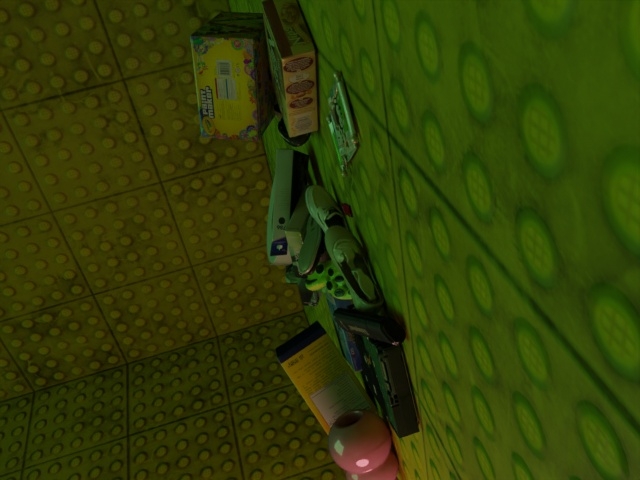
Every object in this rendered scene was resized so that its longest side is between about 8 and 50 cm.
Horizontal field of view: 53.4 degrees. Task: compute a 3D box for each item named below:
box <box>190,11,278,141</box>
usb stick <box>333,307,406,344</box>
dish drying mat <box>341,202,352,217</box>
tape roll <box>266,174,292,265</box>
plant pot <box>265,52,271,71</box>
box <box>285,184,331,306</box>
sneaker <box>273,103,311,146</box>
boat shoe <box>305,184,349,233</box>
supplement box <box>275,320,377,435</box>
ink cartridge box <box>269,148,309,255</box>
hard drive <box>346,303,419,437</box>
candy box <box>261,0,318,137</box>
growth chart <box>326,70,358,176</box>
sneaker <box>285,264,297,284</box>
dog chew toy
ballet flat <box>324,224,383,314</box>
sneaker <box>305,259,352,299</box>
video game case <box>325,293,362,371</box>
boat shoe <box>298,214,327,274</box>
[{"bbox_3d":[-0.230,-0.476,1.829,0.279,0.177,0.289,-71,-16,-56],"label":"box"},{"bbox_3d":[0.107,0.195,1.470,0.077,0.045,0.278,42,165,-16],"label":"usb stick"},{"bbox_3d":[0.068,-0.078,1.628,0.083,0.008,0.032,-137,32,-78],"label":"dish drying mat"},{"bbox_3d":[-0.128,-0.102,2.323,0.392,0.072,0.391,-175,90,-76],"label":"tape roll"},{"bbox_3d":[-0.105,-0.495,1.745,0.083,0.079,0.083,163,90,-83],"label":"plant pot"},{"bbox_3d":[-0.030,0.018,2.029,0.232,0.059,0.321,-70,-24,-45],"label":"box"},{"bbox_3d":[-0.065,-0.324,1.826,0.271,0.100,0.108,-105,-7,-60],"label":"sneaker"},{"bbox_3d":[0.033,-0.063,1.721,0.226,0.083,0.076,61,159,13],"label":"boat shoe"},{"bbox_3d":[0.016,0.494,2.272,0.356,0.194,0.195,57,175,-3],"label":"supplement box"},{"bbox_3d":[-0.095,-0.114,1.996,0.165,0.065,0.332,-7,-78,-74],"label":"ink cartridge box"},{"bbox_3d":[0.154,0.314,1.623,0.339,0.064,0.236,-128,23,-75],"label":"hard drive"},{"bbox_3d":[-0.072,-0.425,1.593,0.316,0.088,0.182,89,163,-65],"label":"candy box"},{"bbox_3d":[0.044,-0.248,1.357,0.237,0.021,0.171,110,144,-78],"label":"growth chart"},{"bbox_3d":[-0.080,0.031,2.423,0.410,0.158,0.181,-112,9,-66],"label":"sneaker"},{"bbox_3d":[0.157,0.719,2.061,0.206,0.207,0.331,-141,28,-79],"label":"dog chew toy"},{"bbox_3d":[0.083,0.064,1.537,0.248,0.086,0.086,63,171,14],"label":"ballet flat"},{"bbox_3d":[0.063,0.105,1.753,0.296,0.124,0.109,6,86,65],"label":"sneaker"},{"bbox_3d":[0.084,0.286,2.164,0.244,0.061,0.269,-160,54,-83],"label":"video game case"},{"bbox_3d":[-0.002,0.006,1.782,0.079,0.084,0.233,37,-134,-24],"label":"boat shoe"}]
